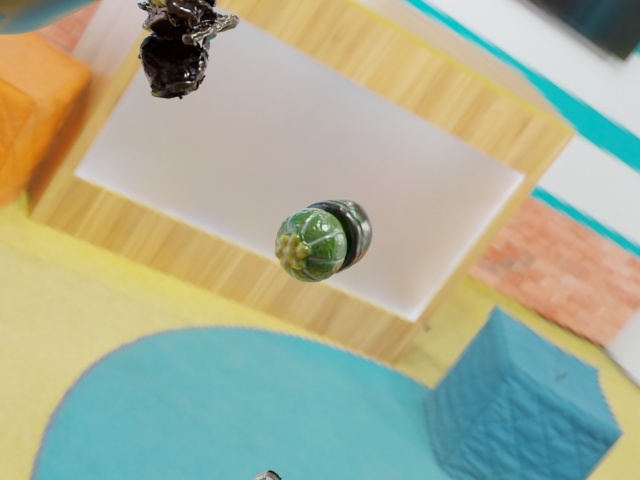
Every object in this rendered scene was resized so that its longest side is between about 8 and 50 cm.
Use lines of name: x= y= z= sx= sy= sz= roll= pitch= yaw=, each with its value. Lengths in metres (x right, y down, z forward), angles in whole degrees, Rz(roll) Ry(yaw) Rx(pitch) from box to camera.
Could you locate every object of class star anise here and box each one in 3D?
star anise: x=-0.170 y=-0.271 z=1.486 sx=0.126 sy=0.190 sz=0.220 roll=9 pitch=57 yaw=-22

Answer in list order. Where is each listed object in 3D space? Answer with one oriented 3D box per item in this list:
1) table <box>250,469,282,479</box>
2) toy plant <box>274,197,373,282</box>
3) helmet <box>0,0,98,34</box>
table: x=-0.116 y=0.276 z=0.909 sx=0.126 sy=0.220 sz=0.126 roll=-23 pitch=90 yaw=-85
toy plant: x=0.000 y=0.000 z=1.446 sx=0.093 sy=0.093 sz=0.162 roll=41 pitch=28 yaw=14
helmet: x=-0.252 y=-0.304 z=1.008 sx=0.197 sy=0.271 sz=0.338 roll=4 pitch=-1 yaw=-21
